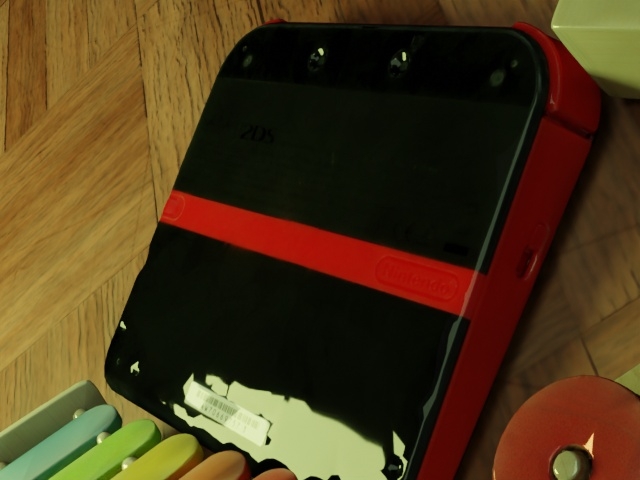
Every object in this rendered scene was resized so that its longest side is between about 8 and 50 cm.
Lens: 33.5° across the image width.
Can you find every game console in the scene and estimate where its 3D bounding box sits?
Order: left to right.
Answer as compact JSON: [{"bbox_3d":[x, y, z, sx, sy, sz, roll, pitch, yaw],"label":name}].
[{"bbox_3d":[0.000,0.000,0.776,0.386,0.060,0.342,15,84,52],"label":"game console"}]

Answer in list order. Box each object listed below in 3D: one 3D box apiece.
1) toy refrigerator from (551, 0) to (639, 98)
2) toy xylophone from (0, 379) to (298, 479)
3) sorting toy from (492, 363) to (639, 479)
[{"bbox_3d":[0.239,-0.216,0.619,0.102,0.094,0.270,11,75,43],"label":"toy refrigerator"},{"bbox_3d":[-0.156,0.215,0.699,0.236,0.081,0.322,-38,29,-28],"label":"toy xylophone"},{"bbox_3d":[0.195,0.131,0.440,0.255,0.089,0.257,-40,42,23],"label":"sorting toy"}]
